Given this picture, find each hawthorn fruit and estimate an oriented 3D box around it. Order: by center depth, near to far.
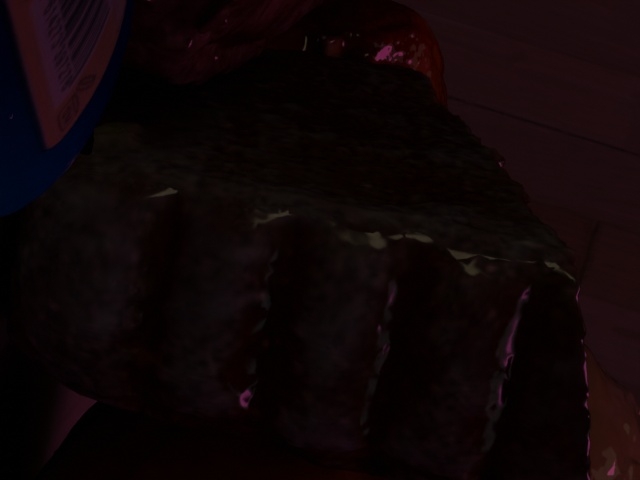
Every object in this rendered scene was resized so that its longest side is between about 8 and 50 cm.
[{"bbox_3d":[0.014,-0.078,1.138,0.173,0.174,0.179,-71,178,-55],"label":"hawthorn fruit"}]

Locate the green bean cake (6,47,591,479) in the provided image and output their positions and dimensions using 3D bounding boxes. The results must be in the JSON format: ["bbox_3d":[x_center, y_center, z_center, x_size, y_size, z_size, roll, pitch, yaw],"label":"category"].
[{"bbox_3d":[0.000,0.000,0.656,0.232,0.199,0.097,-78,179,-71],"label":"green bean cake"}]

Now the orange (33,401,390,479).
[{"bbox_3d":[-0.009,0.211,0.723,0.340,0.293,0.340,24,90,-88],"label":"orange"}]

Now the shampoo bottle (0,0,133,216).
[{"bbox_3d":[-0.066,-0.060,0.356,0.183,0.050,0.087,101,4,-74],"label":"shampoo bottle"}]

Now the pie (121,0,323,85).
[{"bbox_3d":[0.013,-0.133,0.608,0.219,0.054,0.204,-43,179,21],"label":"pie"}]

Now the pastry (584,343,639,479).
[{"bbox_3d":[0.045,0.200,1.221,0.312,0.389,0.388,-62,170,-58],"label":"pastry"}]
